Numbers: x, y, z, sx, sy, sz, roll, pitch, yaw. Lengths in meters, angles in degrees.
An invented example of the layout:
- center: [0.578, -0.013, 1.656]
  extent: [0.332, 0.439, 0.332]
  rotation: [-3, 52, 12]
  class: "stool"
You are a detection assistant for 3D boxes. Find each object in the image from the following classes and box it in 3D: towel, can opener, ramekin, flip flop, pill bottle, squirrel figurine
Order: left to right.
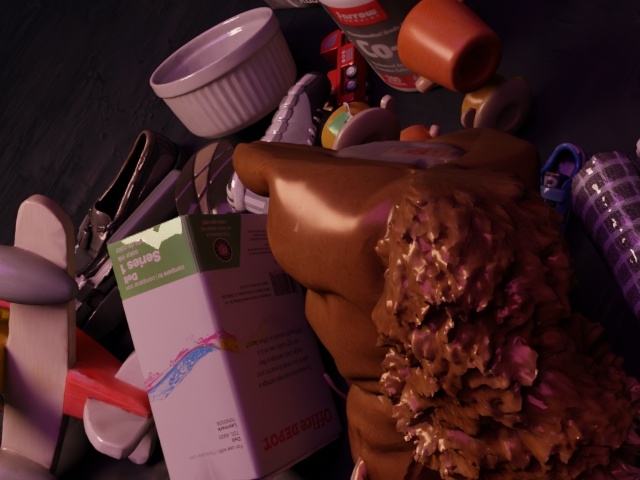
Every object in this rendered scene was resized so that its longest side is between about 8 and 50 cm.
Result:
- center: [-0.280, 0.016, 1.230]
  extent: [0.280, 0.093, 0.074]
  rotation: [-53, 19, -5]
  class: "can opener"
- center: [-0.132, -0.239, 1.192]
  extent: [0.207, 0.109, 0.207]
  rotation: [-24, 29, 14]
  class: "ramekin"
- center: [-0.117, -0.013, 1.139]
  extent: [0.112, 0.080, 0.277]
  rotation: [-30, 69, 11]
  class: "flip flop"
- center: [0.080, -0.325, 1.026]
  extent: [0.161, 0.283, 0.161]
  rotation: [-14, 60, 27]
  class: "pill bottle"
- center: [0.100, 0.107, 0.751]
  extent: [0.397, 0.281, 0.370]
  rotation: [-141, 47, -66]
  class: "squirrel figurine"
- center: [0.319, 0.066, 0.682]
  extent: [0.121, 0.284, 0.235]
  rotation: [-29, 57, 17]
  class: "towel"

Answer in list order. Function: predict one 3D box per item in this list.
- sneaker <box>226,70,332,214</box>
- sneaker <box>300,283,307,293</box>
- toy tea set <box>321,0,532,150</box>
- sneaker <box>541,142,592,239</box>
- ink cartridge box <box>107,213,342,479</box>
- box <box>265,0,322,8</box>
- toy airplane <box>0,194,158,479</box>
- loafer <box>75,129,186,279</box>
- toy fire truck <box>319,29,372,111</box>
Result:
- center: [-0.010, -0.109, 1.058]
  extent: [0.132, 0.086, 0.228]
  rotation: [25, 68, 16]
  class: "sneaker"
- center: [0.000, 0.000, 1.067]
  extent: [0.097, 0.084, 0.234]
  rotation: [-22, 50, -13]
  class: "sneaker"
- center: [0.082, -0.140, 0.954]
  extent: [0.336, 0.200, 0.124]
  rotation: [-37, 50, -5]
  class: "toy tea set"
- center: [0.258, -0.045, 0.918]
  extent: [0.053, 0.059, 0.144]
  rotation: [18, 79, 35]
  class: "sneaker"
- center: [-0.099, 0.117, 0.917]
  extent: [0.117, 0.201, 0.278]
  rotation: [-19, 83, 26]
  class: "ink cartridge box"
- center: [0.049, -0.511, 1.270]
  extent: [0.242, 0.076, 0.307]
  rotation: [10, 73, 36]
  class: "box"
- center: [-0.382, 0.173, 1.046]
  extent: [0.384, 0.272, 0.386]
  rotation: [-22, 92, 38]
  class: "toy airplane"
- center: [-0.320, -0.057, 1.277]
  extent: [0.096, 0.084, 0.267]
  rotation: [35, 88, 39]
  class: "loafer"
- center: [0.004, -0.207, 1.169]
  extent: [0.135, 0.047, 0.192]
  rotation: [-14, 60, 28]
  class: "toy fire truck"
